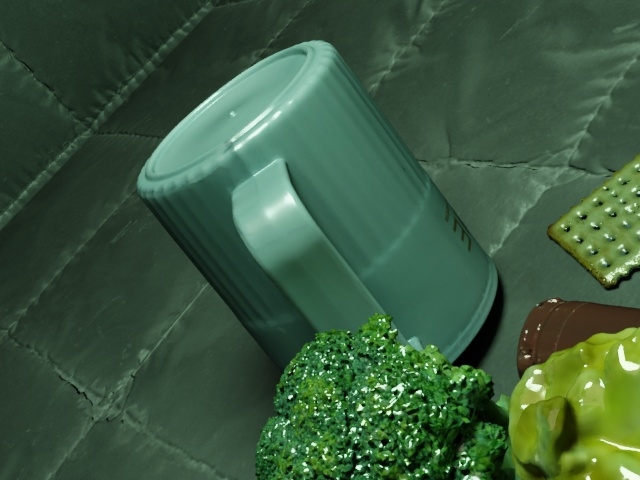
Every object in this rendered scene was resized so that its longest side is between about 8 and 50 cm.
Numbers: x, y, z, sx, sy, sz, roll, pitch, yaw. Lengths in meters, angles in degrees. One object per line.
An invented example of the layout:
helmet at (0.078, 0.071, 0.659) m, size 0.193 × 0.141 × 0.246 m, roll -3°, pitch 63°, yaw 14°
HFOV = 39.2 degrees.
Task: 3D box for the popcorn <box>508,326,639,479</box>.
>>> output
popcorn at (0.242, 0.184, 0.540) m, size 0.225 × 0.174 × 0.286 m, roll -17°, pitch 62°, yaw 15°

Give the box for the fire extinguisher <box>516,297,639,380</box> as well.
fire extinguisher at (0.290, 0.099, 0.700) m, size 0.269 × 0.105 × 0.105 m, roll 3°, pitch 51°, yaw 51°

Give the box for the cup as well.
cup at (-0.015, 0.005, 0.913) m, size 0.256 × 0.311 × 0.331 m, roll -22°, pitch 27°, yaw 34°

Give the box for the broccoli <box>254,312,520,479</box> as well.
broccoli at (0.069, 0.189, 0.697) m, size 0.261 × 0.241 × 0.269 m, roll -15°, pitch 81°, yaw 56°

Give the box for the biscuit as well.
biscuit at (0.337, -0.042, 0.912) m, size 0.203 × 0.016 × 0.144 m, roll -38°, pitch 30°, yaw 6°
